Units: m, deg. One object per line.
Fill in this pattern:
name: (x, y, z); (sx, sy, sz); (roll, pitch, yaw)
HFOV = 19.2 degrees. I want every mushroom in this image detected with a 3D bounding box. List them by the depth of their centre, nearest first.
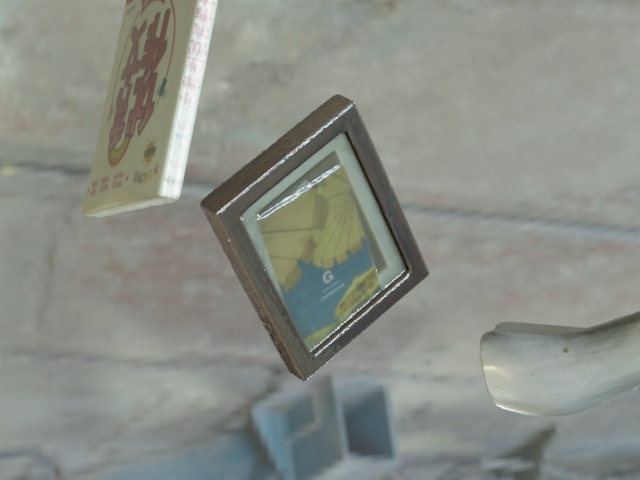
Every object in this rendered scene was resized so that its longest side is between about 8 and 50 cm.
mushroom: (0.335, 0.124, 2.172); (0.329, 0.159, 0.122); (-9, 129, 31)

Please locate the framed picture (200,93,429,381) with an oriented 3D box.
framed picture: (0.000, 0.000, 1.321); (0.128, 0.023, 0.168); (-39, 130, -17)

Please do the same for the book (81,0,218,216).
book: (-0.104, -0.132, 1.240); (0.022, 0.232, 0.162); (15, 171, -22)
